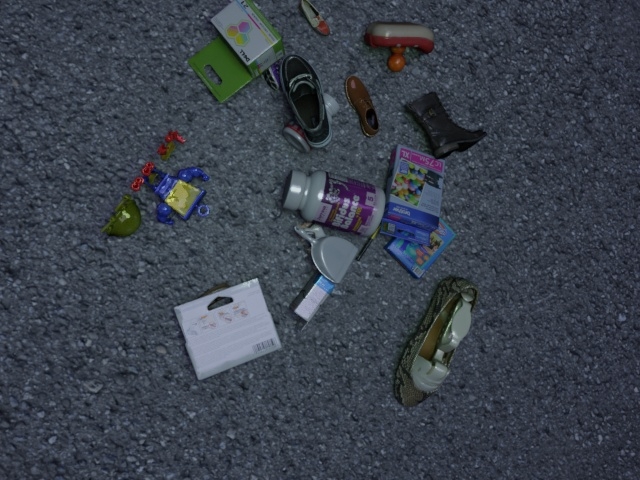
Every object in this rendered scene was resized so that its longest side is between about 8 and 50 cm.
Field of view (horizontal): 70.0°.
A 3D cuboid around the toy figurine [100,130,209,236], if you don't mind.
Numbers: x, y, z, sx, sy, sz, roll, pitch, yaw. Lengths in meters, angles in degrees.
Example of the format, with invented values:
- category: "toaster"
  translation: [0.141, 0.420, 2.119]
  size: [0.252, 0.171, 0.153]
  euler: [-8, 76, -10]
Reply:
- category: "toy figurine"
  translation: [-0.434, -0.113, 1.331]
  size: [0.217, 0.191, 0.363]
  euler: [33, 84, -16]

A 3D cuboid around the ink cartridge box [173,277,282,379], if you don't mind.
- category: "ink cartridge box"
  translation: [-0.287, 0.270, 1.426]
  size: [0.274, 0.060, 0.239]
  euler: [-19, 94, -11]

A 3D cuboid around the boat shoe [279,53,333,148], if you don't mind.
- category: "boat shoe"
  translation: [-0.041, -0.438, 1.358]
  size: [0.121, 0.119, 0.335]
  euler: [-23, 71, 1]

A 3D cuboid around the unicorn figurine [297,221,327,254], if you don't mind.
- category: "unicorn figurine"
  translation: [0.000, 0.000, 1.488]
  size: [0.111, 0.060, 0.162]
  euler: [-30, 96, -11]

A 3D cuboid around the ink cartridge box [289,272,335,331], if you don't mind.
- category: "ink cartridge box"
  translation: [-0.039, 0.194, 1.458]
  size: [0.060, 0.104, 0.180]
  euler: [39, 82, -10]

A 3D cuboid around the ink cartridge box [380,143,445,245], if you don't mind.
- category: "ink cartridge box"
  translation: [0.309, -0.151, 1.516]
  size: [0.185, 0.065, 0.311]
  euler: [16, 71, -12]

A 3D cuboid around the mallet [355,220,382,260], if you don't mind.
- category: "mallet"
  translation: [0.176, -0.014, 1.547]
  size: [0.039, 0.062, 0.190]
  euler: [34, 98, -10]

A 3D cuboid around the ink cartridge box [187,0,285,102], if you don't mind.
- category: "ink cartridge box"
  translation: [-0.262, -0.571, 1.370]
  size: [0.255, 0.097, 0.189]
  euler: [-39, 84, -1]

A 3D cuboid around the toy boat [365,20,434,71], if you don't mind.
- category: "toy boat"
  translation: [0.262, -0.641, 1.522]
  size: [0.230, 0.151, 0.151]
  euler: [-4, 122, -12]

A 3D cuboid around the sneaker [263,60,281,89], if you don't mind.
- category: "sneaker"
  translation: [-0.151, -0.566, 1.450]
  size: [0.071, 0.068, 0.170]
  euler: [-17, 93, -18]

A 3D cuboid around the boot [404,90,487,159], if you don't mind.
- category: "boot"
  translation: [0.435, -0.413, 1.571]
  size: [0.262, 0.091, 0.229]
  euler: [-21, 81, -29]

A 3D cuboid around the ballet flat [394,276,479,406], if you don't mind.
- category: "ballet flat"
  translation: [0.393, 0.344, 1.519]
  size: [0.164, 0.182, 0.483]
  euler: [27, 85, -13]

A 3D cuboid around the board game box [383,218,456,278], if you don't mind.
- category: "board game box"
  translation: [0.343, 0.003, 1.574]
  size: [0.160, 0.047, 0.210]
  euler: [44, 81, -9]

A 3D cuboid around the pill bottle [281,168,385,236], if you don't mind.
- category: "pill bottle"
  translation: [0.037, -0.125, 1.441]
  size: [0.301, 0.169, 0.170]
  euler: [14, 87, -13]

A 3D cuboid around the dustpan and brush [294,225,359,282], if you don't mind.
- category: "dustpan and brush"
  translation: [0.005, 0.020, 1.436]
  size: [0.211, 0.060, 0.147]
  euler: [43, 61, -19]

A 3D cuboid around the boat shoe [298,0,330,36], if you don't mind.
- category: "boat shoe"
  translation: [-0.018, -0.725, 1.490]
  size: [0.049, 0.043, 0.137]
  euler: [-44, 101, -11]

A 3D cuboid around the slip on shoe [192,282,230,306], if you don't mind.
- category: "slip on shoe"
  translation: [-0.345, 0.172, 1.423]
  size: [0.135, 0.051, 0.041]
  euler: [-25, 56, -4]

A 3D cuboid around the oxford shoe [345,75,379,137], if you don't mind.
- category: "oxford shoe"
  translation: [0.147, -0.452, 1.514]
  size: [0.076, 0.076, 0.212]
  euler: [-26, 94, -10]

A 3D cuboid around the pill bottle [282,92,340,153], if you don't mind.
- category: "pill bottle"
  translation: [-0.025, -0.378, 1.457]
  size: [0.108, 0.108, 0.180]
  euler: [41, 82, -10]
